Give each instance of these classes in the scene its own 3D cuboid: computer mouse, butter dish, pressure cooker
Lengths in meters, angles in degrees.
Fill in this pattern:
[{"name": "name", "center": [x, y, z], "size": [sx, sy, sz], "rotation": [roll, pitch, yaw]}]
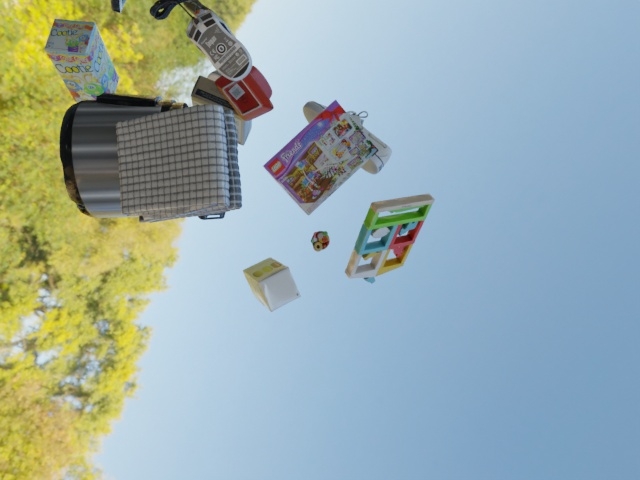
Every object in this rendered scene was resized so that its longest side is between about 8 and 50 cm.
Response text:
[{"name": "computer mouse", "center": [-0.205, -0.375, 0.895], "size": [0.106, 0.193, 0.042], "rotation": [-39, -157, 12]}, {"name": "butter dish", "center": [-0.212, -0.470, 1.504], "size": [0.160, 0.160, 0.118], "rotation": [-8, -139, 46]}, {"name": "pressure cooker", "center": [-0.535, -0.255, 1.536], "size": [0.375, 0.421, 0.369], "rotation": [97, -10, -55]}]

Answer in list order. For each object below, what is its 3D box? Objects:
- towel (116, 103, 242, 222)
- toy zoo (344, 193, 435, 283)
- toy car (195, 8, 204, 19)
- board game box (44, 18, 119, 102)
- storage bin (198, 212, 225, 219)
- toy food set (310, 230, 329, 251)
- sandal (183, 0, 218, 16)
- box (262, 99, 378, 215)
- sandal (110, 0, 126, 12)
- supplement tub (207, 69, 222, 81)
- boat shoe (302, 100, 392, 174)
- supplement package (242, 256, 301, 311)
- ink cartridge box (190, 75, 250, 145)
[{"name": "towel", "center": [-0.321, -0.167, 1.127], "size": [0.284, 0.121, 0.234], "rotation": [-6, -93, 21]}, {"name": "toy zoo", "center": [0.176, 0.007, 1.321], "size": [0.030, 0.192, 0.293], "rotation": [55, -37, 36]}, {"name": "toy car", "center": [-0.343, -0.714, 1.494], "size": [0.060, 0.040, 0.122], "rotation": [24, -96, 51]}, {"name": "board game box", "center": [-0.857, -0.639, 1.783], "size": [0.275, 0.144, 0.142], "rotation": [100, -6, -67]}, {"name": "storage bin", "center": [-0.494, -0.183, 2.161], "size": [0.180, 0.122, 0.084], "rotation": [58, -42, 34]}, {"name": "toy food set", "center": [0.000, 0.000, 2.016], "size": [0.083, 0.082, 0.020], "rotation": [-20, -170, -18]}, {"name": "sandal", "center": [-0.462, -0.879, 1.919], "size": [0.049, 0.180, 0.072], "rotation": [2, -119, 57]}, {"name": "box", "center": [0.001, -0.246, 1.470], "size": [0.293, 0.201, 0.057], "rotation": [-43, -168, -3]}, {"name": "sandal", "center": [-0.428, -0.646, 1.155], "size": [0.097, 0.055, 0.254], "rotation": [136, -27, -70]}, {"name": "supplement tub", "center": [-0.400, -0.717, 2.168], "size": [0.117, 0.117, 0.190], "rotation": [-22, -160, 46]}, {"name": "boat shoe", "center": [0.113, -0.412, 1.795], "size": [0.156, 0.367, 0.136], "rotation": [-49, 172, -18]}, {"name": "supplement package", "center": [-0.197, 0.169, 1.953], "size": [0.139, 0.133, 0.244], "rotation": [-27, -163, -18]}, {"name": "ink cartridge box", "center": [-0.339, -0.444, 1.709], "size": [0.234, 0.193, 0.088], "rotation": [124, -14, -74]}]
